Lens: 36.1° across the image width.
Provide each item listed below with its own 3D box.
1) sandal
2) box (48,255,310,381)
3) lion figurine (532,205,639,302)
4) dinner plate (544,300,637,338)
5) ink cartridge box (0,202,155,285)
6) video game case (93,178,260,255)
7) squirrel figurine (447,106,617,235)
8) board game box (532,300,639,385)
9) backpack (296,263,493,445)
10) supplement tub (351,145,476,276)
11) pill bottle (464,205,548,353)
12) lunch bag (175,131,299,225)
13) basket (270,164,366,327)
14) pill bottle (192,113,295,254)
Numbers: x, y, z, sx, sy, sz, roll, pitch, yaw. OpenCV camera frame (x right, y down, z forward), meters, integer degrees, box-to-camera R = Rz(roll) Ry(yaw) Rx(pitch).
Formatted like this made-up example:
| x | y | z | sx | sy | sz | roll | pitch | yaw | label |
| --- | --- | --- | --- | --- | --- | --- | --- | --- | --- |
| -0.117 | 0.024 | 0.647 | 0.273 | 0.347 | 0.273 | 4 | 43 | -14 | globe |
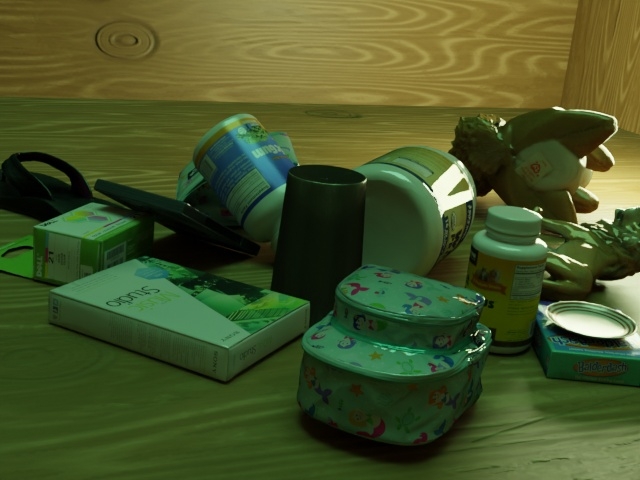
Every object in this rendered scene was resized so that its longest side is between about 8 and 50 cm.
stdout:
| x | y | z | sx | sy | sz | roll | pitch | yaw | label |
| --- | --- | --- | --- | --- | --- | --- | --- | --- | --- |
| -0.535 | -0.110 | 1.967 | 0.446 | 0.107 | 0.167 | 19 | 21 | 35 | sandal |
| -0.209 | 0.107 | 1.475 | 0.322 | 0.058 | 0.232 | 15 | 20 | 24 | box |
| 0.470 | 0.044 | 1.829 | 0.240 | 0.142 | 0.392 | 23 | 37 | 25 | lion figurine |
| 0.419 | 0.128 | 1.524 | 0.141 | 0.017 | 0.141 | 4 | 17 | -1 | dinner plate |
| -0.440 | -0.002 | 1.679 | 0.255 | 0.097 | 0.189 | 12 | 18 | 15 | ink cartridge box |
| -0.252 | -0.039 | 1.769 | 0.196 | 0.026 | 0.274 | 15 | -8 | 27 | video game case |
| 0.493 | -0.198 | 2.346 | 0.397 | 0.281 | 0.370 | 13 | 12 | 13 | squirrel figurine |
| 0.416 | 0.158 | 1.539 | 0.160 | 0.047 | 0.210 | 6 | 18 | -1 | board game box |
| 0.092 | 0.148 | 1.257 | 0.225 | 0.191 | 0.253 | 15 | 24 | 23 | backpack |
| 0.155 | -0.052 | 1.813 | 0.228 | 0.228 | 0.316 | 13 | 19 | 21 | supplement tub |
| 0.286 | 0.059 | 1.527 | 0.117 | 0.215 | 0.117 | 5 | 17 | -2 | pill bottle |
| -0.176 | -0.123 | 2.061 | 0.262 | 0.160 | 0.223 | -8 | 24 | -4 | lunch bag |
| 0.000 | 0.000 | 1.601 | 0.154 | 0.227 | 0.204 | 5 | 17 | -5 | basket |
| -0.105 | -0.093 | 1.836 | 0.272 | 0.152 | 0.152 | 50 | 36 | 18 | pill bottle |
